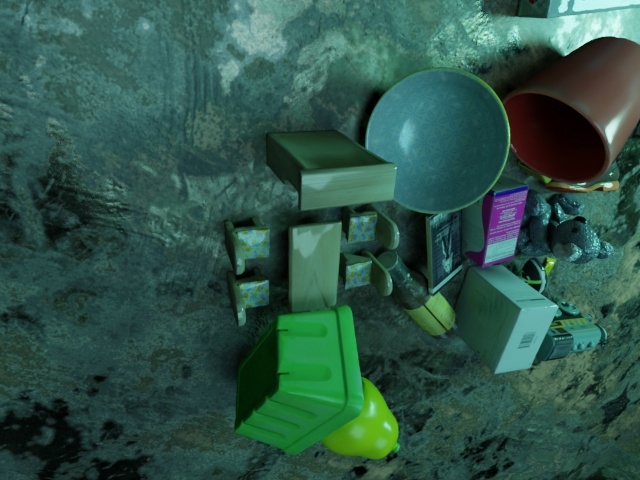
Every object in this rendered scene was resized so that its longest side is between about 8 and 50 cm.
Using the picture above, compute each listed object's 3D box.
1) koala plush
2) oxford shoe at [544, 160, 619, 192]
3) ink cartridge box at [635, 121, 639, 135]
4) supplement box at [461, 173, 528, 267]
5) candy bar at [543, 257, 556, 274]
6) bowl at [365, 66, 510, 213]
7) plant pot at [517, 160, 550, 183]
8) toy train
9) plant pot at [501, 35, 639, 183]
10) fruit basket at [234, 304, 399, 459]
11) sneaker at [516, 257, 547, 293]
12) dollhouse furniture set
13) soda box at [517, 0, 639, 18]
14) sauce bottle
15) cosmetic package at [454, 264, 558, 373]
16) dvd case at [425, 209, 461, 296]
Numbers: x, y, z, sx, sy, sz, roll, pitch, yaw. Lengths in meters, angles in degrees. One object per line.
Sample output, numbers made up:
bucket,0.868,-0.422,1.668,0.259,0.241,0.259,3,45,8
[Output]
koala plush,0.681,-0.008,1.174,0.196,0.221,0.203,-1,117,-23
oxford shoe,0.743,-0.187,1.194,0.272,0.097,0.098,-7,102,-27
ink cartridge box,1.077,-0.420,1.215,0.275,0.060,0.238,-5,118,-20
supplement box,0.453,-0.055,1.118,0.114,0.111,0.220,-13,122,-17
candy bar,0.726,0.129,1.391,0.040,0.018,0.161,15,111,-25
bowl,0.257,-0.216,0.900,0.156,0.290,0.289,-36,140,-55
plant pot,0.598,-0.200,1.123,0.081,0.081,0.083,-49,136,8
toy train,0.799,0.305,1.414,0.334,0.190,0.142,1,117,-23
plant pot,0.601,-0.311,0.966,0.243,0.275,0.275,-44,125,-6
fruit basket,0.016,0.356,0.985,0.392,0.282,0.392,-3,141,-3
sneaker,0.629,0.157,1.317,0.097,0.084,0.234,-9,129,-8
dollhouse furniture set,0.000,0.000,0.868,0.362,0.256,0.394,-8,119,-19
soda box,0.580,-0.551,0.912,0.287,0.091,0.098,-15,123,-15
sauce bottle,0.265,0.149,1.151,0.111,0.111,0.344,-41,125,2
cosmetic package,0.521,0.223,1.230,0.138,0.224,0.224,-1,117,-20
dvd case,0.326,0.015,1.099,0.165,0.018,0.221,-28,119,-40
